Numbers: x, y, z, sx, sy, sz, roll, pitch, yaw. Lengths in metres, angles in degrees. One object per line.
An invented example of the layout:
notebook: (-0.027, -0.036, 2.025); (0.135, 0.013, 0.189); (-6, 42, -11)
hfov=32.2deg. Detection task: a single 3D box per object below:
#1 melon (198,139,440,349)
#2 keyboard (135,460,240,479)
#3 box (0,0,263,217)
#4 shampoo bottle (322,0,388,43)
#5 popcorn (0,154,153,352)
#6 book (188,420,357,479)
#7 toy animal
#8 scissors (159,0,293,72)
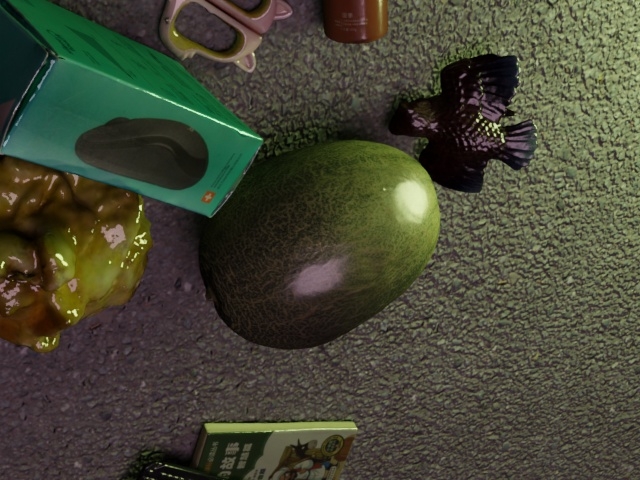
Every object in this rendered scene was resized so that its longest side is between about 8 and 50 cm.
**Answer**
melon: (0.000, 0.000, 1.420); (0.329, 0.248, 0.248); (-28, 129, -17)
keyboard: (-0.177, 0.397, 1.688); (0.262, 0.016, 0.106); (24, 108, -37)
box: (-0.238, -0.150, 1.184); (0.311, 0.205, 0.118); (18, 109, -52)
shampoo bottle: (0.040, -0.358, 1.316); (0.085, 0.085, 0.244); (-14, 123, -19)
popcorn: (-0.333, -0.001, 1.272); (0.286, 0.252, 0.215); (11, 155, -28)
book: (-0.087, 0.372, 1.748); (0.264, 0.027, 0.202); (5, 118, -29)
toy animal: (0.192, -0.152, 1.500); (0.180, 0.116, 0.218); (-2, 127, -27)
scissors: (-0.172, -0.305, 1.276); (0.318, 0.024, 0.160); (27, 105, -37)
